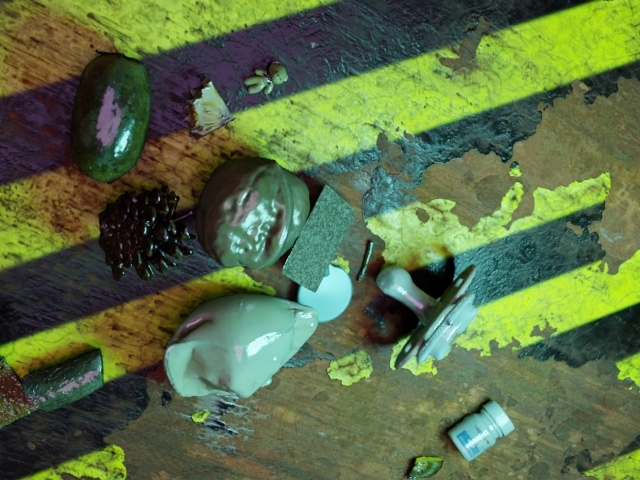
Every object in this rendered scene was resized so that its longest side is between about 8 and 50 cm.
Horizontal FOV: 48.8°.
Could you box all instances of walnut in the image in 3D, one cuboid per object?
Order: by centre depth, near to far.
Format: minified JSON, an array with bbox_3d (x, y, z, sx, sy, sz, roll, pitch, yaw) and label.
[{"bbox_3d":[-0.154,-0.063,1.584,0.273,0.227,0.273,-6,114,-14],"label":"walnut"}]

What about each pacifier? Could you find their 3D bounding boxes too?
[{"bbox_3d":[0.274,0.180,1.800,0.332,0.273,0.220,-52,140,3],"label":"pacifier"}]

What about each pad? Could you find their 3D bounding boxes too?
[{"bbox_3d":[0.000,0.000,1.695,0.158,0.003,0.235,37,76,-51],"label":"pad"}]

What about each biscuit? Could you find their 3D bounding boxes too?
[{"bbox_3d":[-0.778,0.330,1.646,0.131,0.026,0.237,-28,112,-8],"label":"biscuit"}]

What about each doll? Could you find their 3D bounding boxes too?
[{"bbox_3d":[-0.122,-0.367,1.604,0.093,0.051,0.061,-16,115,21],"label":"doll"}]

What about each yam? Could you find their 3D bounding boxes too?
[{"bbox_3d":[-0.590,0.329,1.661,0.183,0.107,0.107,-24,112,-9],"label":"yam"}]

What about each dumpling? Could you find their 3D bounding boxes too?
[{"bbox_3d":[-0.194,0.269,1.727,0.395,0.233,0.315,-19,144,-23],"label":"dumpling"}]

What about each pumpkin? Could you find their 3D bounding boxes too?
[{"bbox_3d":[0.301,0.659,2.055,0.101,0.035,0.073,4,118,-20],"label":"pumpkin"}]

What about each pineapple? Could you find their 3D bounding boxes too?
[{"bbox_3d":[-0.245,-0.288,1.572,0.116,0.069,0.137,10,103,-18],"label":"pineapple"}]

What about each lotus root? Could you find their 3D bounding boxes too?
[{"bbox_3d":[-0.439,-0.254,1.484,0.160,0.152,0.275,7,107,-27],"label":"lotus root"}]

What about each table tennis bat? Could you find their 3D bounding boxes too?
[{"bbox_3d":[0.008,0.097,1.786,0.153,0.040,0.244,-11,113,-18],"label":"table tennis bat"}]

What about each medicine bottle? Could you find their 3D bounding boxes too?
[{"bbox_3d":[0.458,0.545,2.022,0.168,0.105,0.105,-35,113,-2],"label":"medicine bottle"}]

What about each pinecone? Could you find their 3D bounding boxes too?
[{"bbox_3d":[-0.376,-0.017,1.548,0.201,0.229,0.202,-29,116,-37],"label":"pinecone"}]

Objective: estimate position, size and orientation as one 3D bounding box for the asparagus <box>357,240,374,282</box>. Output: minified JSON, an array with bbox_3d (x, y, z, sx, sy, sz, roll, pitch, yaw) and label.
[{"bbox_3d":[0.116,0.056,1.814,0.015,0.014,0.114,11,104,-18],"label":"asparagus"}]
